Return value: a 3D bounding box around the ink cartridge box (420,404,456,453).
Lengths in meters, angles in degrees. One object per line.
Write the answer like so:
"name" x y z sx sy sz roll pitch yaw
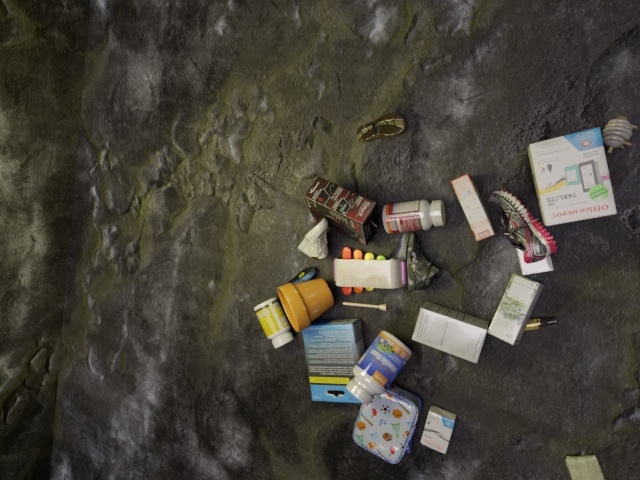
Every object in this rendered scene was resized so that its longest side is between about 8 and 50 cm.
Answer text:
"ink cartridge box" 0.467 0.768 1.697 0.104 0.060 0.179 16 100 22

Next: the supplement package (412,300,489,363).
"supplement package" 0.492 0.339 1.611 0.244 0.134 0.138 18 101 22

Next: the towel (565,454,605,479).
"towel" 0.945 0.835 1.507 0.110 0.027 0.147 -17 87 23

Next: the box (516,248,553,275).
"box" 0.752 0.062 1.497 0.102 0.087 0.101 -13 89 25

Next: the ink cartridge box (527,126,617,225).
"ink cartridge box" 0.812 -0.198 1.389 0.198 0.197 0.269 -12 90 25

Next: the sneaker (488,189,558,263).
"sneaker" 0.670 -0.057 1.458 0.112 0.121 0.299 -36 51 12

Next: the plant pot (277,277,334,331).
"plant pot" -0.054 0.255 1.804 0.188 0.205 0.204 -23 83 -15

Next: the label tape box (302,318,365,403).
"label tape box" 0.067 0.512 1.830 0.241 0.106 0.332 -7 92 25

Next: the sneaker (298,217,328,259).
"sneaker" 0.000 0.000 1.766 0.123 0.290 0.106 41 66 3

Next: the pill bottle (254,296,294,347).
"pill bottle" -0.208 0.375 1.936 0.119 0.119 0.208 -30 81 23

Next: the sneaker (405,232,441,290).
"sneaker" 0.400 0.081 1.664 0.131 0.087 0.227 -3 79 5

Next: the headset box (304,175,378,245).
"headset box" 0.102 -0.108 1.693 0.294 0.218 0.110 27 75 19

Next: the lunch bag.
"lunch bag" 0.278 0.749 1.754 0.244 0.115 0.302 21 102 19

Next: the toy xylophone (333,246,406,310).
"toy xylophone" 0.190 0.160 1.760 0.323 0.081 0.235 9 98 23

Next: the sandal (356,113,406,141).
"sandal" 0.245 -0.444 1.704 0.220 0.060 0.089 -12 83 39

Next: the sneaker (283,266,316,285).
"sneaker" -0.088 0.198 1.906 0.209 0.069 0.082 -40 108 14

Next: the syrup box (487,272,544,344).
"syrup box" 0.693 0.244 1.508 0.093 0.096 0.236 25 96 36

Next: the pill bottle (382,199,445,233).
"pill bottle" 0.361 -0.094 1.642 0.222 0.121 0.121 -5 92 24

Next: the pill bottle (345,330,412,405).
"pill bottle" 0.225 0.506 1.679 0.152 0.152 0.272 36 79 18

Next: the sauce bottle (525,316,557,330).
"sauce bottle" 0.779 0.299 1.531 0.128 0.042 0.042 -16 88 22

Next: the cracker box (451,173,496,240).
"cracker box" 0.554 -0.120 1.533 0.067 0.156 0.232 -25 84 24

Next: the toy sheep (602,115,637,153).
"toy sheep" 0.959 -0.343 1.374 0.091 0.091 0.131 18 83 22
